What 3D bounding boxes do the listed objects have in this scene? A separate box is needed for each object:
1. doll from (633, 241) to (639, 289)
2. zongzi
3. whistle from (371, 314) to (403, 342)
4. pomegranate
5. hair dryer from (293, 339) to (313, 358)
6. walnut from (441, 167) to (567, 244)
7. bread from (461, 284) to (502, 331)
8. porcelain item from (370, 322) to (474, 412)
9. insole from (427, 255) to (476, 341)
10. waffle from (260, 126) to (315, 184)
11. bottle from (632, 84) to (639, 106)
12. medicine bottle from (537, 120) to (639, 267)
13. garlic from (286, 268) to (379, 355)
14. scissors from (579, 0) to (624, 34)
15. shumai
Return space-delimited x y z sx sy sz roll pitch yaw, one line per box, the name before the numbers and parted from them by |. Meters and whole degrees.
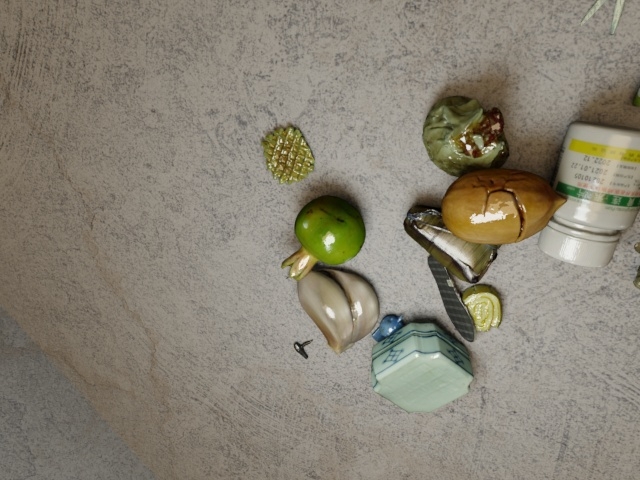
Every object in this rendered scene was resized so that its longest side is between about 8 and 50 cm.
doll | 0.916 0.005 1.121 0.202 0.091 0.286 -23 116 -9
zongzi | 0.431 -0.065 1.247 0.286 0.138 0.300 43 103 8
whistle | 0.234 0.313 1.464 0.090 0.090 0.158 36 116 3
pomegranate | 0.000 0.000 1.337 0.236 0.236 0.302 44 89 -1
hair dryer | -0.054 0.413 1.633 0.083 0.031 0.079 -34 107 18
walnut | 0.461 -0.093 1.086 0.297 0.203 0.203 -6 107 28
bread | 0.513 0.218 1.347 0.117 0.064 0.156 -4 109 24
porcelain item | 0.328 0.417 1.396 0.281 0.157 0.286 37 119 -21
insole | 0.419 0.187 1.358 0.310 0.012 0.110 66 158 -8
waffle | -0.110 -0.276 1.391 0.169 0.036 0.184 -20 101 25
bottle | 0.831 -0.472 0.970 0.093 0.093 0.330 13 112 14
medicine bottle | 0.697 -0.118 1.081 0.208 0.208 0.340 12 112 14
garlic | 0.055 0.193 1.455 0.231 0.246 0.340 -32 79 -18
scissors | 0.717 -0.625 0.997 0.144 0.017 0.248 24 116 10
shumai | 0.386 -0.268 1.131 0.256 0.218 0.189 42 104 0
